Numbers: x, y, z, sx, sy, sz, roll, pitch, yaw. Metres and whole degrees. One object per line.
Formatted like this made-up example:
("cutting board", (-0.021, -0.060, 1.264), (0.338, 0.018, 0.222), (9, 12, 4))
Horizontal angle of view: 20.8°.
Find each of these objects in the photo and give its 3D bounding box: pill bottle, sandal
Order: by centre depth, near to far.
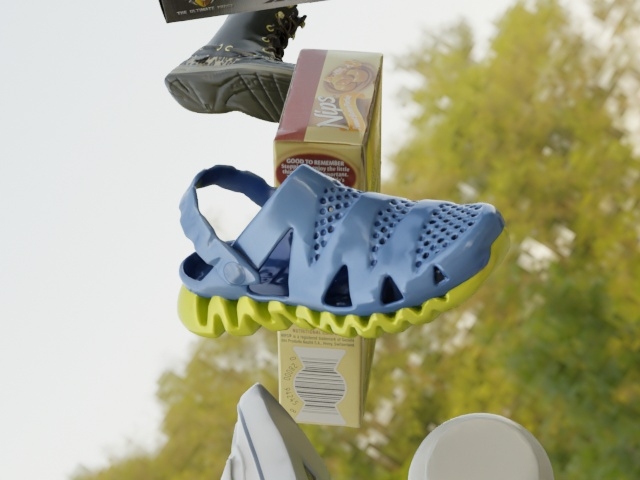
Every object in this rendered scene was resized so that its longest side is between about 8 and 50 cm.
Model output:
("pill bottle", (0.129, 0.205, 1.409), (0.117, 0.117, 0.208), (-55, -13, -11))
("sandal", (0.000, 0.000, 1.419), (0.126, 0.317, 0.138), (-50, -52, -53))

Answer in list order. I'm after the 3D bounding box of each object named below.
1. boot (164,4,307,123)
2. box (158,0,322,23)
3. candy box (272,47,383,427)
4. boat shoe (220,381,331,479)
("boot", (-0.058, -0.231, 2.115), (0.178, 0.236, 0.085), (-56, -45, -32))
("box", (-0.033, -0.289, 1.564), (0.056, 0.231, 0.183), (80, -176, -50))
("candy box", (0.010, -0.001, 1.657), (0.183, 0.087, 0.316), (-78, -10, -56))
("boat shoe", (-0.042, 0.186, 1.246), (0.084, 0.095, 0.258), (-36, 18, 5))
